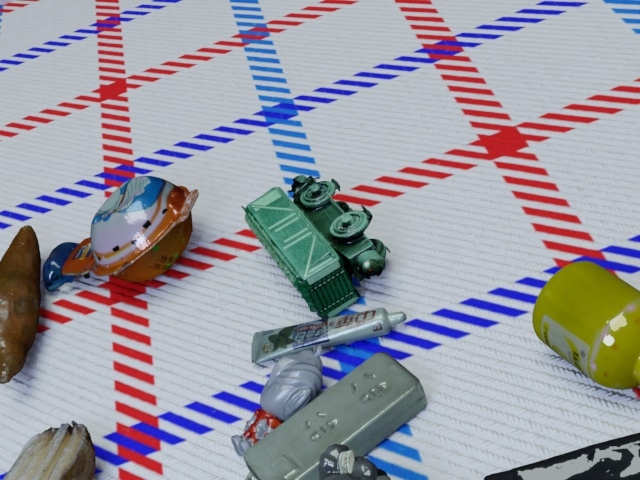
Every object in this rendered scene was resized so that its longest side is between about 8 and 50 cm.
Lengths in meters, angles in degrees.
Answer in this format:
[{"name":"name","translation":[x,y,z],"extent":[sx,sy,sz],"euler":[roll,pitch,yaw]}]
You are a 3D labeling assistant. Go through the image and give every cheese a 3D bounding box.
[{"name":"cheese","translation":[-0.333,-0.001,1.606],"extent":[0.329,0.129,0.217],"euler":[-22,31,30]}]

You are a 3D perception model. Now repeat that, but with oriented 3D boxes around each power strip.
[{"name":"power strip","translation":[0.000,0.255,1.224],"extent":[0.288,0.053,0.093],"euler":[-35,42,-16]}]

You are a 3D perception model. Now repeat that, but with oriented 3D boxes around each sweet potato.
[{"name":"sweet potato","translation":[-0.512,0.110,1.580],"extent":[0.112,0.112,0.359],"euler":[-22,38,1]}]

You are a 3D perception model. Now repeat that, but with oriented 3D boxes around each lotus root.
[{"name":"lotus root","translation":[-0.393,0.389,1.248],"extent":[0.167,0.078,0.329],"euler":[-14,36,47]}]

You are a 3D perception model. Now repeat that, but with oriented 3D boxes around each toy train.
[{"name":"toy train","translation":[0.000,0.000,1.466],"extent":[0.154,0.115,0.269],"euler":[-37,41,-3]}]

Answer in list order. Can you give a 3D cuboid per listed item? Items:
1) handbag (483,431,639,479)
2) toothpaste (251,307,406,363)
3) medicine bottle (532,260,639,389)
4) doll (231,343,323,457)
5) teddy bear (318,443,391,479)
[{"name":"handbag","translation":[0.315,0.312,0.992],"extent":[0.275,0.088,0.244],"euler":[-20,37,8]},{"name":"toothpaste","translation":[0.009,0.131,1.369],"extent":[0.233,0.038,0.060],"euler":[-14,39,15]},{"name":"medicine bottle","translation":[0.364,0.122,1.148],"extent":[0.122,0.122,0.212],"euler":[-34,41,-13]},{"name":"doll","translation":[-0.052,0.213,1.284],"extent":[0.180,0.079,0.094],"euler":[-51,22,-12]},{"name":"teddy bear","translation":[0.103,0.330,1.023],"extent":[0.251,0.171,0.144],"euler":[13,31,43]}]
